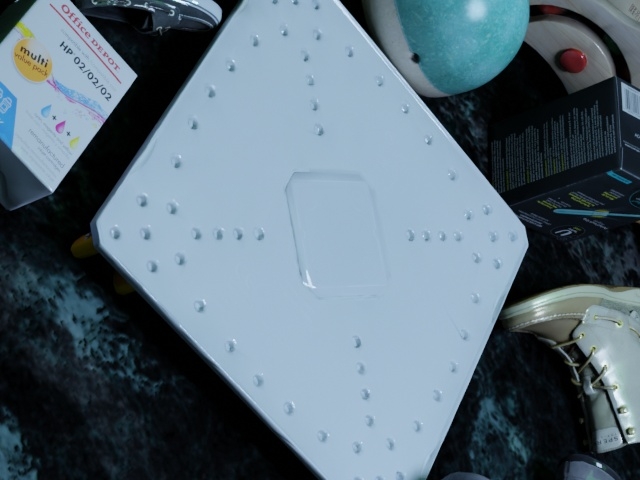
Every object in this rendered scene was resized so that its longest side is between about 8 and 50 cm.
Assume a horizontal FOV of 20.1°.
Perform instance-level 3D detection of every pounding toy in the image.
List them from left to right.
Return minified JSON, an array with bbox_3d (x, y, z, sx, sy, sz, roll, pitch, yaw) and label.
[{"bbox_3d":[0.308,-0.219,1.901,0.269,0.154,0.155,34,48,1],"label":"pounding toy"}]

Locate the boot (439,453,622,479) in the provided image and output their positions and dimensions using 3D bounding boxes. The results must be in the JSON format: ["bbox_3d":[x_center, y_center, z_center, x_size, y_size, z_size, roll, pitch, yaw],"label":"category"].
[{"bbox_3d":[0.206,0.276,1.663,0.338,0.118,0.223,59,40,-31],"label":"boot"}]

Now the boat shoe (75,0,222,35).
[{"bbox_3d":[-0.146,-0.193,1.512,0.142,0.049,0.040,14,72,-35],"label":"boat shoe"}]

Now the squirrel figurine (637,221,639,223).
[{"bbox_3d":[0.529,-0.044,2.002,0.397,0.281,0.370,-46,109,-27],"label":"squirrel figurine"}]

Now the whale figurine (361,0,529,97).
[{"bbox_3d":[0.141,-0.263,1.746,0.216,0.141,0.272,59,37,-32],"label":"whale figurine"}]

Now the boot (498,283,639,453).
[{"bbox_3d":[0.265,0.129,1.794,0.213,0.077,0.165,2,77,-46],"label":"boot"}]

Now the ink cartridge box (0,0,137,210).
[{"bbox_3d":[-0.216,-0.124,1.401,0.104,0.061,0.181,49,47,-22],"label":"ink cartridge box"}]

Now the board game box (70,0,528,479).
[{"bbox_3d":[0.000,0.000,1.585,0.390,0.050,0.390,48,47,-23],"label":"board game box"}]

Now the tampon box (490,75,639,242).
[{"bbox_3d":[0.268,-0.077,1.805,0.120,0.161,0.101,21,61,-41],"label":"tampon box"}]
